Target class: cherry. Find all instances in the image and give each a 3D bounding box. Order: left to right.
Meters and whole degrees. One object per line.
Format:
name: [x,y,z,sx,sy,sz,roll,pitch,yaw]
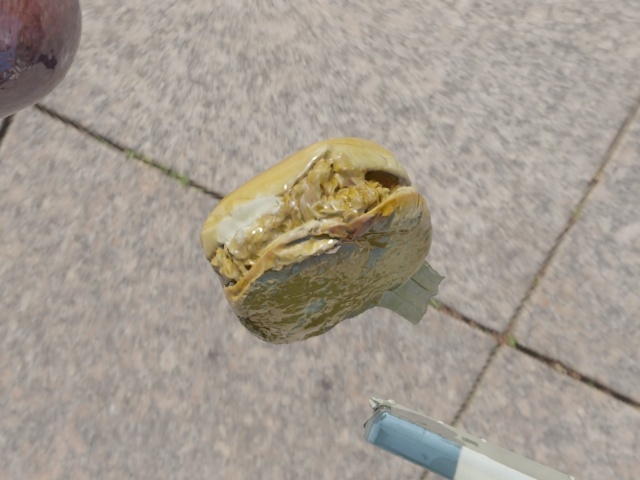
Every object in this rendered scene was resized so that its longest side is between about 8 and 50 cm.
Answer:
cherry: [-0.368,-0.224,1.219,0.261,0.307,0.221,2,77,24]

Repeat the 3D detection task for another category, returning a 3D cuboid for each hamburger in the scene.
hamburger: [0.000,0.000,0.807,0.138,0.147,0.083,-28,67,3]

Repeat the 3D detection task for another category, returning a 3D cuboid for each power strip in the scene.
power strip: [0.121,0.176,1.027,0.192,0.081,0.035,23,94,7]

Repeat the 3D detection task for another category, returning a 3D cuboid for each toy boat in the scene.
toy boat: [0.056,0.019,1.363,0.084,0.276,0.111,-49,64,6]
